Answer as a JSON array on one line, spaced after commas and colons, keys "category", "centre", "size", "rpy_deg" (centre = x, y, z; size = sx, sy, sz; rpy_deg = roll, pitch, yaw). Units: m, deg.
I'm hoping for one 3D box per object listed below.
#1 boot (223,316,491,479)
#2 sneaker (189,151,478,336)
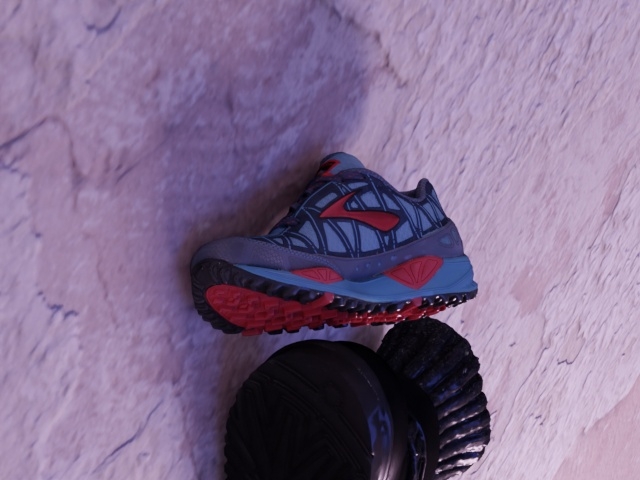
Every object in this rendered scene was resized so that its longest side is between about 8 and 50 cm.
[{"category": "boot", "centre": [0.047, 0.140, 1.308], "size": [0.260, 0.131, 0.348], "rpy_deg": [-38, 159, -34]}, {"category": "sneaker", "centre": [0.000, 0.000, 1.170], "size": [0.262, 0.104, 0.125], "rpy_deg": [1, 72, -48]}]
